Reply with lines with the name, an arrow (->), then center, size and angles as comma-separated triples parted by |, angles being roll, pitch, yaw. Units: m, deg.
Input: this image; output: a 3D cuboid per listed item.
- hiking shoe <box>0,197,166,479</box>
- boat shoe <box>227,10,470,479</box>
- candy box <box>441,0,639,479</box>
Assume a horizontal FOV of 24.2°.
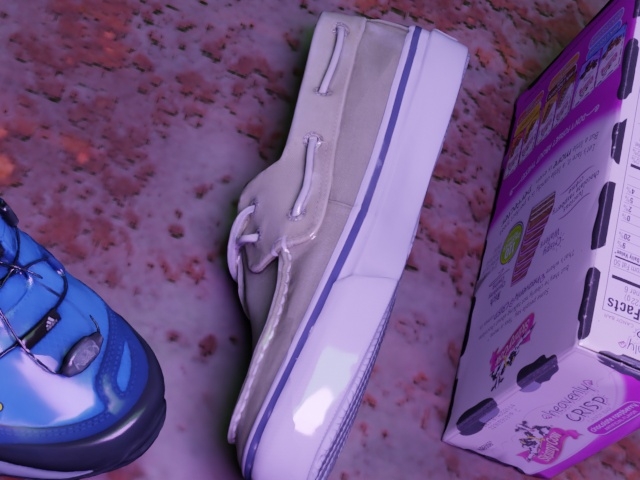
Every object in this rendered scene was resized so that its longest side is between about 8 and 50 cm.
hiking shoe -> -0.195, 0.000, 0.674 | 0.304, 0.132, 0.113 | 36, 59, -3
boat shoe -> 0.000, 0.000, 0.783 | 0.094, 0.109, 0.302 | 17, 52, 3
candy box -> 0.148, -0.007, 0.799 | 0.071, 0.159, 0.233 | 22, 62, -10
